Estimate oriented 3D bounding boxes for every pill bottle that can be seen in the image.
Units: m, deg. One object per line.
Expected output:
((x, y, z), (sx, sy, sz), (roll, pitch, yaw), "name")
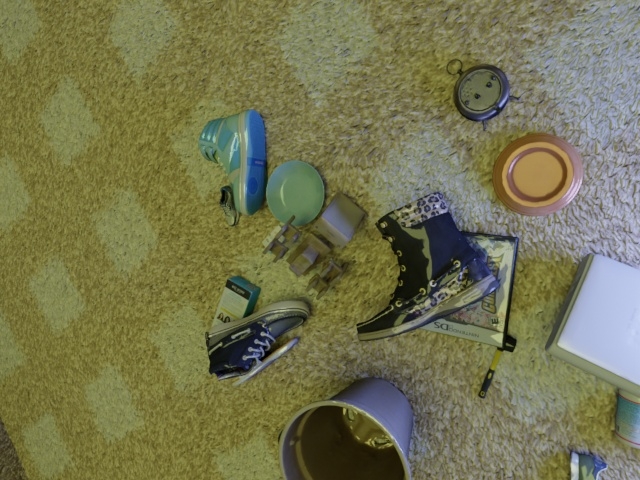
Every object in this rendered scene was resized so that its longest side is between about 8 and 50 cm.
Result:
((0.722, 0.379, 0.994), (0.087, 0.087, 0.161), (3, 97, 23), "pill bottle")

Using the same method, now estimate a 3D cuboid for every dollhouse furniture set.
((0.000, 0.000, 1.248), (0.212, 0.161, 0.242), (40, 127, -4), "dollhouse furniture set")

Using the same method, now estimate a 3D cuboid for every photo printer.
((0.684, 0.199, 0.939), (0.307, 0.107, 0.256), (27, 78, 19), "photo printer")

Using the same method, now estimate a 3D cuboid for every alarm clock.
((0.381, -0.377, 1.083), (0.129, 0.064, 0.192), (-45, 74, 21), "alarm clock")

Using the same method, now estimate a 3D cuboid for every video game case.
((0.360, 0.114, 1.133), (0.248, 0.035, 0.275), (8, 97, 32), "video game case")

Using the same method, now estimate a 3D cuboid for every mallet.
((0.441, 0.323, 1.144), (0.062, 0.039, 0.190), (28, 110, 21), "mallet")

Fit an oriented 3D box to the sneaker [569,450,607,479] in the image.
((0.652, 0.614, 1.060), (0.086, 0.064, 0.193), (-2, 92, 29), "sneaker")

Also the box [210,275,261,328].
((-0.286, 0.247, 1.441), (0.100, 0.060, 0.245), (27, 106, 18), "box")

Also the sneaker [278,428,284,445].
((-0.004, 0.701, 1.320), (0.340, 0.139, 0.125), (35, 110, 18), "sneaker")

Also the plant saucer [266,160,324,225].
((-0.071, -0.141, 1.319), (0.194, 0.037, 0.195), (3, 97, 23), "plant saucer")

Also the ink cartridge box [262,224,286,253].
((-0.136, -0.005, 1.366), (0.083, 0.028, 0.048), (-44, 78, 22), "ink cartridge box")

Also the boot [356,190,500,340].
((0.217, 0.075, 1.119), (0.377, 0.138, 0.285), (-29, 78, 26), "boot")

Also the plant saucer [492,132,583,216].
((0.519, -0.157, 1.056), (0.199, 0.037, 0.200), (2, 96, 24), "plant saucer")

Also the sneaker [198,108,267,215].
((-0.280, -0.232, 1.357), (0.208, 0.127, 0.320), (0, 86, 22), "sneaker")

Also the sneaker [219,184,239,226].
((-0.301, -0.111, 1.412), (0.052, 0.058, 0.136), (-6, 94, 24), "sneaker")

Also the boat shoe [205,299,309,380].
((-0.183, 0.305, 1.310), (0.340, 0.127, 0.158), (-22, 47, 11), "boat shoe")

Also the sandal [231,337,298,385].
((-0.186, 0.364, 1.395), (0.265, 0.102, 0.076), (-39, 78, 14), "sandal")

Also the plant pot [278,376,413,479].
((0.105, 0.521, 1.162), (0.333, 0.305, 0.335), (3, 97, 23), "plant pot")
